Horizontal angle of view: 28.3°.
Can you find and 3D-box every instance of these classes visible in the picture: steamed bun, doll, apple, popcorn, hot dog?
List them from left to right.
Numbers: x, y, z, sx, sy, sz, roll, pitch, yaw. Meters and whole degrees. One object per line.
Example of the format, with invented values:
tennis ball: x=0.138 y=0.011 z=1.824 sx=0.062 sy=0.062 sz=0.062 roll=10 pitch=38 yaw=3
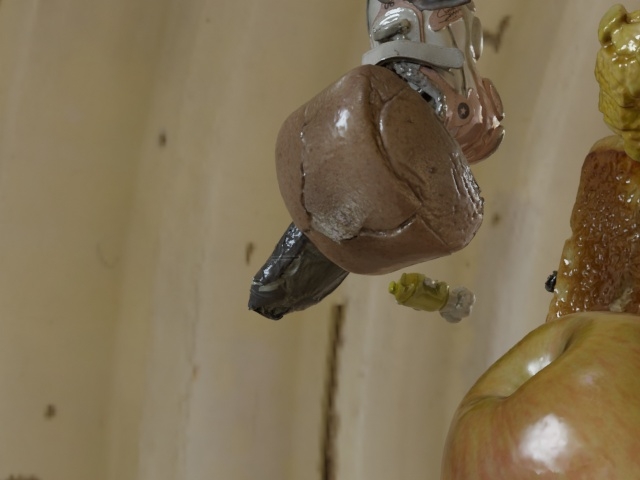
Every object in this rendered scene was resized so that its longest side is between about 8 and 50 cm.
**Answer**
steamed bun: x=0.068 y=-0.078 z=1.823 sx=0.301 sy=0.199 sz=0.251 roll=51 pitch=-29 yaw=-14
doll: x=0.204 y=0.101 z=2.288 sx=0.162 sy=0.062 sz=0.106 roll=20 pitch=-32 yaw=-24
apple: x=0.307 y=0.259 z=1.342 sx=0.391 sy=0.346 sz=0.391 roll=-31 pitch=3 yaw=2
hot dog: x=0.529 y=0.034 z=2.124 sx=0.223 sy=0.405 sz=0.185 roll=10 pitch=5 yaw=-37
popcorn: x=0.378 y=-0.181 z=1.399 sx=0.163 sy=0.140 sz=0.194 roll=10 pitch=-49 yaw=-19

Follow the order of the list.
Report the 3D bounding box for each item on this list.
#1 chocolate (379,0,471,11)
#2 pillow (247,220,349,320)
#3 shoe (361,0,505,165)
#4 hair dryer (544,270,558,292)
chocolate: x=0.137 y=-0.446 z=1.567 sx=0.303 sy=0.303 sz=0.213 roll=-7 pitch=20 yaw=10
pillow: x=0.000 y=0.000 z=2.144 sx=0.161 sy=0.092 sz=0.335 roll=26 pitch=-76 yaw=-40
shoe: x=0.155 y=-0.282 z=1.985 sx=0.172 sy=0.351 sz=0.198 roll=-32 pitch=-13 yaw=36
hair dryer: x=0.562 y=0.118 z=2.522 sx=0.251 sy=0.089 sz=0.197 roll=20 pitch=-62 yaw=-8
